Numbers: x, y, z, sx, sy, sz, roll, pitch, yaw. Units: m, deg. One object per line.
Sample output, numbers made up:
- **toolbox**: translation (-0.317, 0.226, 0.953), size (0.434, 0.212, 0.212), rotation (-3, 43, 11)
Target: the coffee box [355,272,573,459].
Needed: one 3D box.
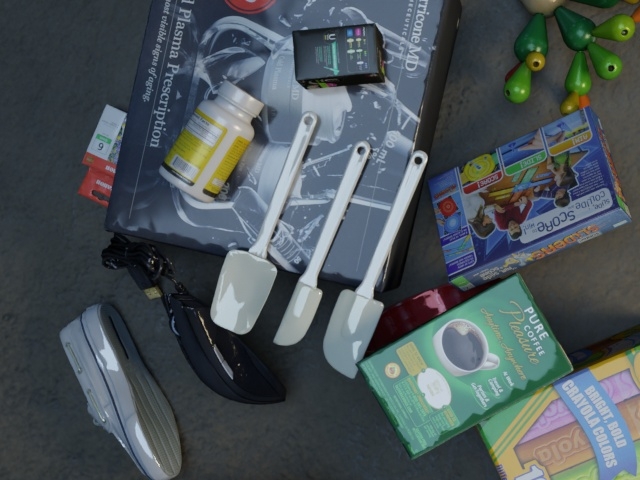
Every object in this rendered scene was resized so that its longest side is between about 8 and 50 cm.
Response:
- **coffee box**: translation (0.142, 0.123, 1.174), size (0.184, 0.040, 0.113), rotation (-31, 85, 5)

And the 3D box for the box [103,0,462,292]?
- **box**: translation (-0.033, -0.143, 1.315), size (0.313, 0.179, 0.343), rotation (12, 92, 9)

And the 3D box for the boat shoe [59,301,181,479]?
- **boat shoe**: translation (-0.237, 0.187, 1.407), size (0.076, 0.083, 0.226), rotation (-30, 73, 20)

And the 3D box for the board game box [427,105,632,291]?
- **board game box**: translation (0.220, -0.043, 1.286), size (0.201, 0.035, 0.136), rotation (-24, 55, 25)

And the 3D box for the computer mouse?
- **computer mouse**: translation (-0.158, 0.099, 1.359), size (0.060, 0.184, 0.262), rotation (-47, 118, -15)

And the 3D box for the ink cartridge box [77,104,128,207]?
- **ink cartridge box**: translation (-0.247, -0.098, 1.428), size (0.063, 0.029, 0.115), rotation (25, 93, 9)

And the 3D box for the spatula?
- **spatula**: translation (0.000, 0.000, 1.209), size (0.168, 0.019, 0.242), rotation (22, 97, 9)

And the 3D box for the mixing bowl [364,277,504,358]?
- **mixing bowl**: translation (0.135, 0.121, 1.296), size (0.181, 0.181, 0.098), rotation (-19, 101, 9)

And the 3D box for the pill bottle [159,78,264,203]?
- **pill bottle**: translation (-0.107, -0.101, 1.204), size (0.065, 0.065, 0.116), rotation (34, 96, 9)

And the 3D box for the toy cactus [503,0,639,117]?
- **toy cactus**: translation (0.276, -0.242, 1.314), size (0.219, 0.112, 0.180), rotation (-41, 64, 10)

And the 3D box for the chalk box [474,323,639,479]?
- **chalk box**: translation (0.326, 0.194, 1.249), size (0.289, 0.180, 0.179), rotation (-25, 86, 8)

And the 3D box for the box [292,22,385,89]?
- **box**: translation (0.019, -0.182, 1.184), size (0.083, 0.062, 0.052), rotation (-5, 88, 9)
